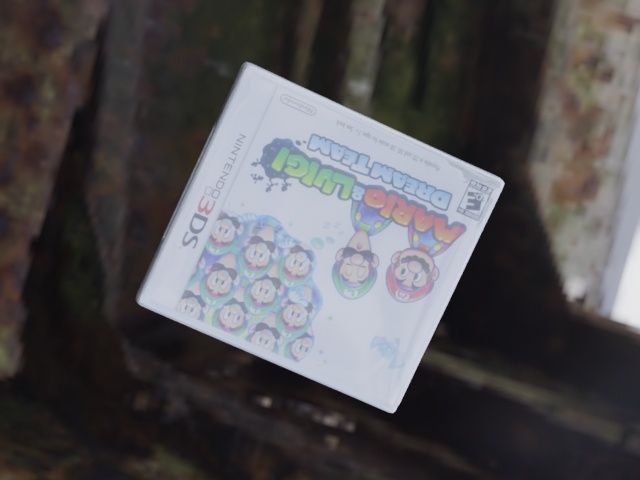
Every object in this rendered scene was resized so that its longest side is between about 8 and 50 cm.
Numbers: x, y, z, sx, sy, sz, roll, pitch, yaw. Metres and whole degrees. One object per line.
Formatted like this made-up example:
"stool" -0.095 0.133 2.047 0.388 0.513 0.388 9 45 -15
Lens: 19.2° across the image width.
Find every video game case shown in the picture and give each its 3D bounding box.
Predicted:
"video game case" 0.000 0.000 1.027 0.143 0.157 0.019 -65 -169 6
